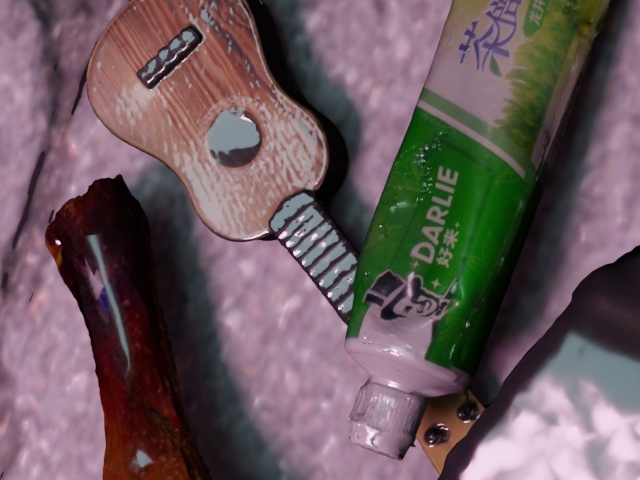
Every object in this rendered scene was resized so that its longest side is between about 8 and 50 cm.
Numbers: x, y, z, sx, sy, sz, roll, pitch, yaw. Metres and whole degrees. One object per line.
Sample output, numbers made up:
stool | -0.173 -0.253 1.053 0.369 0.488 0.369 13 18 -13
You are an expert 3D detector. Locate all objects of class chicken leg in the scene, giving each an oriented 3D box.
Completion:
chicken leg | -0.021 0.145 0.665 0.158 0.096 0.407 -46 61 12

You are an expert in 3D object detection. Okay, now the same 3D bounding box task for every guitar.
guitar | 0.001 0.001 0.703 0.084 0.038 0.271 -43 69 15

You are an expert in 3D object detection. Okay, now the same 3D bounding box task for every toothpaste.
toothpaste | 0.061 -0.036 0.653 0.078 0.047 0.248 15 77 25

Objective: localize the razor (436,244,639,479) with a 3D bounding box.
razor | 0.189 0.136 0.531 0.327 0.107 0.189 41 104 28
